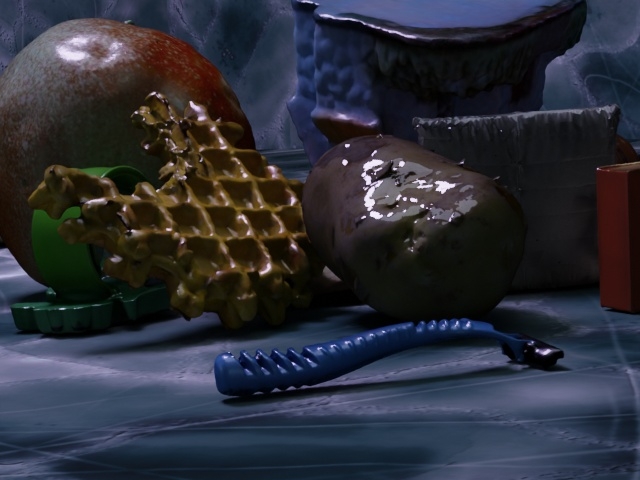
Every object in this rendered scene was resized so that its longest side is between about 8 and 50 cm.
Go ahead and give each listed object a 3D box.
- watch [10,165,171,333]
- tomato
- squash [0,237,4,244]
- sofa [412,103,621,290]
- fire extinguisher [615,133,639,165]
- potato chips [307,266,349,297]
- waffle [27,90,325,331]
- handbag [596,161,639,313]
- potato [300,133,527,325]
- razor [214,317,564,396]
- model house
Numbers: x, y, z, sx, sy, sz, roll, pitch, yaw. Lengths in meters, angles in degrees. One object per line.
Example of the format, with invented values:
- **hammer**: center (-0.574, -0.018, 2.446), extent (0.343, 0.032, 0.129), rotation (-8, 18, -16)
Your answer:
- **watch**: center (-0.214, 0.006, 1.684), extent (0.131, 0.152, 0.165), rotation (1, 7, 31)
- **tomato**: center (-0.213, -0.085, 1.881), extent (0.303, 0.304, 0.239), rotation (-6, 18, -14)
- **squash**: center (-0.464, -0.064, 2.519), extent (0.170, 0.170, 0.123), rotation (2, 24, 45)
- **sofa**: center (0.187, -0.047, 1.759), extent (0.210, 0.176, 0.225), rotation (-4, 7, 3)
- **fire extinguisher**: center (0.302, -0.078, 2.254), extent (0.200, 0.113, 0.376), rotation (-2, 7, 28)
- **potato chips**: center (-0.006, 0.027, 1.765), extent (0.208, 0.062, 0.195), rotation (-2, 5, 39)
- **waffle**: center (-0.106, -0.030, 1.632), extent (0.259, 0.069, 0.293), rotation (33, 32, 2)
- **handbag**: center (0.335, -0.011, 1.564), extent (0.190, 0.127, 0.063), rotation (-8, 9, -28)
- **potato**: center (0.081, -0.010, 1.552), extent (0.165, 0.165, 0.262), rotation (-6, 18, -19)
- **razor**: center (0.046, 0.083, 1.297), extent (0.253, 0.042, 0.082), rotation (-7, 8, -13)
- **model house**: center (0.138, -0.150, 2.220), extent (0.297, 0.339, 0.360), rotation (17, 26, 27)
